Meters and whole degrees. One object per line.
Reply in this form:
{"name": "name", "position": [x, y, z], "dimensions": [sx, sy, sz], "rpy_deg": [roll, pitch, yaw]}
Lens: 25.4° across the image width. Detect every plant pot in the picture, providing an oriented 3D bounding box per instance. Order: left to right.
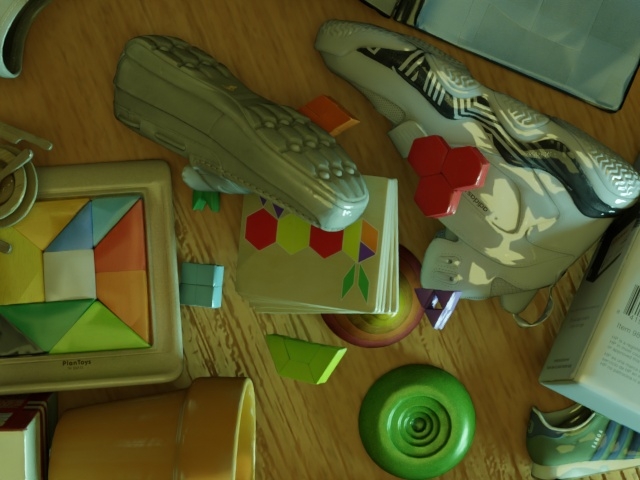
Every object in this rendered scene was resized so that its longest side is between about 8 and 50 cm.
{"name": "plant pot", "position": [-0.169, 0.236, 1.434], "dimensions": [0.188, 0.205, 0.205], "rpy_deg": [2, 95, 3]}

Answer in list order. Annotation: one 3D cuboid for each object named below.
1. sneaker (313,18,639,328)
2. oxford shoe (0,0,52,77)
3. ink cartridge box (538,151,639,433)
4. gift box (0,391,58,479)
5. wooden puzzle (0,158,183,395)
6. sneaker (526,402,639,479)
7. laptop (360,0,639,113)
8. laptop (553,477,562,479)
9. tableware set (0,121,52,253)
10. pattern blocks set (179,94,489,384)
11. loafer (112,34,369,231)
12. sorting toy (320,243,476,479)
{"name": "sneaker", "position": [0.123, -0.069, 1.447], "dimensions": [0.366, 0.137, 0.210], "rpy_deg": [30, 103, 7]}
{"name": "oxford shoe", "position": [-0.254, -0.349, 1.395], "dimensions": [0.130, 0.169, 0.449], "rpy_deg": [31, 100, -2]}
{"name": "ink cartridge box", "position": [0.394, 0.053, 1.450], "dimensions": [0.223, 0.129, 0.307], "rpy_deg": [27, 81, -5]}
{"name": "gift box", "position": [-0.390, 0.291, 1.393], "dimensions": [0.255, 0.276, 0.258], "rpy_deg": [0, 96, 2]}
{"name": "wooden puzzle", "position": [-0.258, 0.034, 1.455], "dimensions": [0.221, 0.044, 0.238], "rpy_deg": [-4, 79, -2]}
{"name": "sneaker", "position": [0.312, 0.196, 1.518], "dimensions": [0.192, 0.064, 0.086], "rpy_deg": [-12, 100, 1]}
{"name": "laptop", "position": [0.203, -0.377, 1.385], "dimensions": [0.236, 0.408, 0.382], "rpy_deg": [24, 94, 29]}
{"name": "laptop", "position": [0.287, 0.425, 1.540], "dimensions": [0.234, 0.136, 0.264], "rpy_deg": [25, 129, -4]}
{"name": "tableware set", "position": [-0.377, -0.076, 1.438], "dimensions": [0.194, 0.039, 0.128], "rpy_deg": [21, 89, 16]}
{"name": "pattern blocks set", "position": [0.000, 0.000, 1.424], "dimensions": [0.325, 0.026, 0.285], "rpy_deg": [16, 97, 30]}
{"name": "loafer", "position": [-0.085, -0.092, 1.407], "dimensions": [0.319, 0.112, 0.111], "rpy_deg": [37, 118, 30]}
{"name": "sorting toy", "position": [0.099, 0.177, 1.477], "dimensions": [0.127, 0.126, 0.365], "rpy_deg": [-19, 95, -1]}
